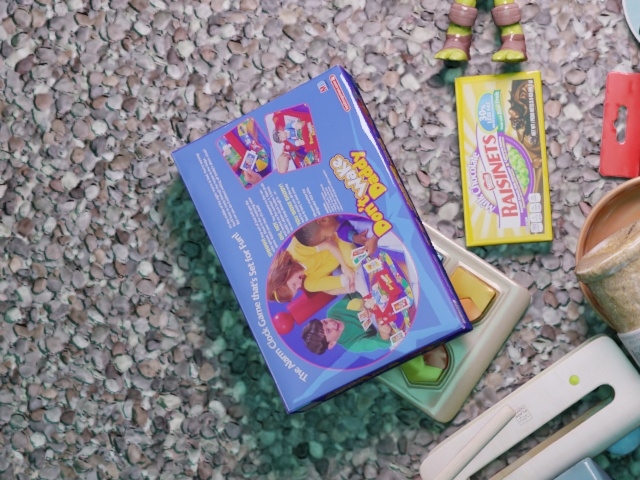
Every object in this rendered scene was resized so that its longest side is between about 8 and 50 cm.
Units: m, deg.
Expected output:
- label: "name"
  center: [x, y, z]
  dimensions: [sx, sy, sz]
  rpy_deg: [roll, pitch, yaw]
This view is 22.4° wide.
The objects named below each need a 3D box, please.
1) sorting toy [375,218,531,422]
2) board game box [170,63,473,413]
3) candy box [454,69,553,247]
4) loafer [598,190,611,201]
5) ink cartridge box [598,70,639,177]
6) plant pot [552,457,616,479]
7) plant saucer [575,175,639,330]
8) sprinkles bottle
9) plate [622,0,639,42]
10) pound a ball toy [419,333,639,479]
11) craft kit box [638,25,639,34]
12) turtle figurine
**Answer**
- label: "sorting toy"
  center: [0.119, 0.088, 1.947]
  dimensions: [0.208, 0.038, 0.193]
  rpy_deg: [34, 93, 7]
- label: "board game box"
  center: [0.000, 0.000, 1.925]
  dimensions: [0.233, 0.078, 0.347]
  rpy_deg: [-26, 80, 10]
- label: "candy box"
  center: [0.220, -0.097, 1.943]
  dimensions: [0.105, 0.027, 0.206]
  rpy_deg: [-5, 88, 11]
- label: "loafer"
  center: [0.374, -0.006, 1.911]
  dimensions: [0.045, 0.039, 0.125]
  rpy_deg: [-34, 86, 7]
- label: "ink cartridge box"
  center: [0.446, -0.132, 1.884]
  dimensions: [0.231, 0.078, 0.134]
  rpy_deg: [4, 89, 9]
- label: "plant pot"
  center: [0.316, 0.398, 1.806]
  dimensions: [0.166, 0.165, 0.234]
  rpy_deg: [-37, 60, 8]
- label: "plant saucer"
  center: [0.394, 0.019, 1.864]
  dimensions: [0.200, 0.037, 0.200]
  rpy_deg: [1, 100, 7]
- label: "sprinkles bottle"
  center: [0.428, 0.144, 1.800]
  dimensions: [0.121, 0.121, 0.355]
  rpy_deg: [-35, 94, 6]
- label: "plate"
  center: [0.452, -0.294, 1.915]
  dimensions: [0.188, 0.024, 0.188]
  rpy_deg: [0, 88, 9]
- label: "pound a ball toy"
  center: [0.235, 0.248, 1.842]
  dimensions: [0.319, 0.208, 0.136]
  rpy_deg: [-36, 84, 5]
- label: "craft kit box"
  center: [0.526, -0.292, 1.821]
  dimensions: [0.246, 0.061, 0.250]
  rpy_deg: [28, 88, 13]
- label: "turtle figurine"
  center: [0.182, -0.323, 1.923]
  dimensions: [0.269, 0.087, 0.217]
  rpy_deg: [2, 97, 0]
